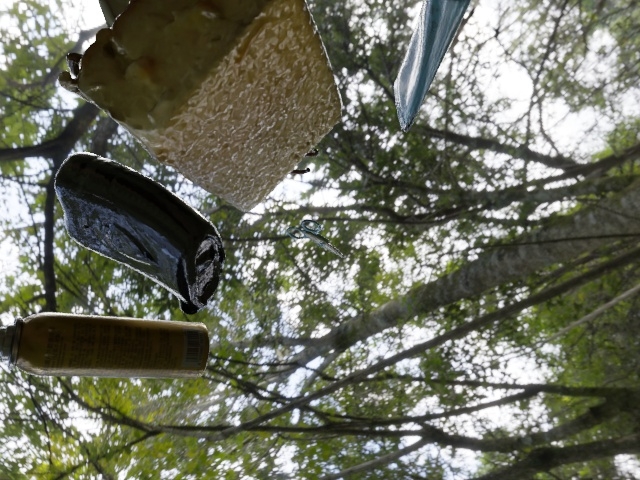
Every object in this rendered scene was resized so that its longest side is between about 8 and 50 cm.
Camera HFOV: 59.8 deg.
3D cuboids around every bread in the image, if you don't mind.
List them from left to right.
[{"bbox_3d":[-0.085,-0.139,0.534,0.114,0.274,0.185,44,-88,15],"label":"bread"}]

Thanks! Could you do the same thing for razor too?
[{"bbox_3d":[-0.323,-0.019,1.004,0.349,0.204,0.113,27,-138,18],"label":"razor"}]

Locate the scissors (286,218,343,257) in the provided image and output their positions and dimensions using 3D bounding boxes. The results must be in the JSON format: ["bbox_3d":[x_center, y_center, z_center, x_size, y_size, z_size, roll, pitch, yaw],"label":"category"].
[{"bbox_3d":[0.000,0.000,0.905,0.119,0.058,0.014,33,-135,-39],"label":"scissors"}]

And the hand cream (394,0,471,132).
[{"bbox_3d":[0.119,-0.216,0.627,0.048,0.224,0.083,-3,-112,-9],"label":"hand cream"}]

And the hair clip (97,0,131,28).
[{"bbox_3d":[-0.306,-0.389,1.106,0.172,0.113,0.282,-25,-116,-36],"label":"hair clip"}]

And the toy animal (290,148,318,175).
[{"bbox_3d":[-0.111,-0.263,1.207,0.229,0.224,0.066,17,-149,13],"label":"toy animal"}]

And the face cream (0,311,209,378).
[{"bbox_3d":[-0.371,0.180,0.947,0.348,0.105,0.105,9,-119,-29],"label":"face cream"}]
